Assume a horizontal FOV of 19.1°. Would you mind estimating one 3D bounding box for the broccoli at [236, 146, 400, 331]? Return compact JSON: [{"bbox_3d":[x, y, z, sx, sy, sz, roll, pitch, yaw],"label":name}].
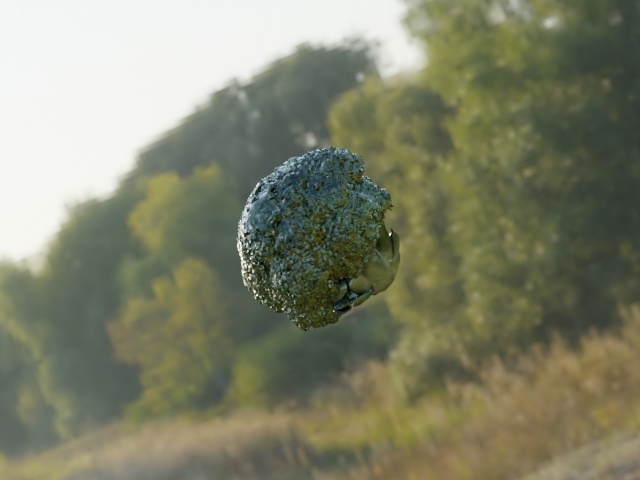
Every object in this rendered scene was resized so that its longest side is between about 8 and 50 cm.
[{"bbox_3d":[0.000,0.000,1.324,0.120,0.130,0.131,26,-25,-35],"label":"broccoli"}]
